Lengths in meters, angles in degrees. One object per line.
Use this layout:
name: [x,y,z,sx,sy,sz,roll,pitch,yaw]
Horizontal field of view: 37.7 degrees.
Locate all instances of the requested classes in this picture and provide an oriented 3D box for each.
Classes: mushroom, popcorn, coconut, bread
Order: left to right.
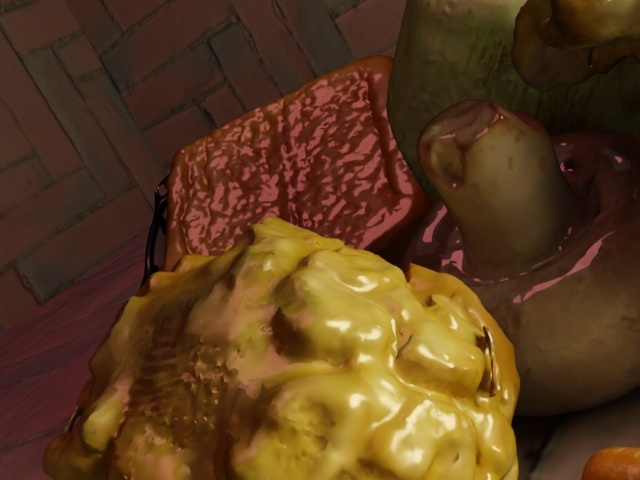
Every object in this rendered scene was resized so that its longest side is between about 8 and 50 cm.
popcorn: [-0.020,0.102,0.479,0.250,0.190,0.250,-33,24,17]
bread: [-0.007,-0.023,1.008,0.328,0.148,0.337,-25,43,14]
mushroom: [0.127,-0.002,0.569,0.204,0.204,0.204,-29,10,6]
coconut: [0.211,-0.158,0.738,0.328,0.328,0.281,-25,19,25]

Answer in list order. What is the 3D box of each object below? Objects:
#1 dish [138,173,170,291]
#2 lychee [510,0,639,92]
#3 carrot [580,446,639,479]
dish: [-0.108,0.004,1.279,0.303,0.120,0.303,-18,59,34]
lychee: [0.289,-0.116,0.466,0.270,0.320,0.270,-57,-1,-1]
carrot: [0.183,0.105,0.370,0.037,0.037,0.190,-36,14,-34]
